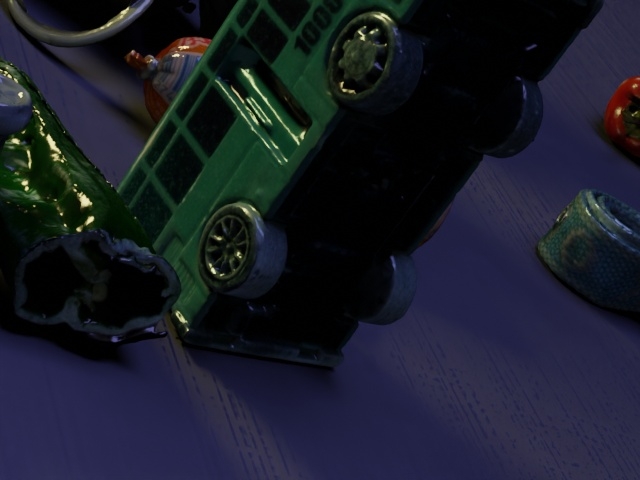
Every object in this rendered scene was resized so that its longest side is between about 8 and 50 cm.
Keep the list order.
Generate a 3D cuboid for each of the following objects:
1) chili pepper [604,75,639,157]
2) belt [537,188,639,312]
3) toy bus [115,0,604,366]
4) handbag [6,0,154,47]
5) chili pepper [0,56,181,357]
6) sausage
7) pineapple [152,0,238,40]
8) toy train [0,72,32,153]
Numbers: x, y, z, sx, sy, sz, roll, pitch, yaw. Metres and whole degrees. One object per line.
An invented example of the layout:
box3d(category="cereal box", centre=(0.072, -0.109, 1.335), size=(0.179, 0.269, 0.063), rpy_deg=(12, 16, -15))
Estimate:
box3d(category="chili pepper", centre=(0.341, -0.129, 1.648), size=(0.086, 0.084, 0.192), rpy_deg=(9, 11, 21))
box3d(category="belt", centre=(0.311, 0.057, 1.258), size=(0.302, 0.072, 0.087), rpy_deg=(29, 20, -15))
box3d(category="toy bus", centre=(0.011, -0.070, 0.822), size=(0.128, 0.256, 0.147), rpy_deg=(14, 29, -45))
box3d(category="handbag", centre=(-0.123, -0.261, 1.036), size=(0.241, 0.109, 0.315), rpy_deg=(15, 54, 11))
box3d(category="chili pepper", centre=(-0.142, -0.036, 0.799), size=(0.088, 0.059, 0.227), rpy_deg=(26, 20, -38))
box3d(category="sausage", centre=(-0.022, -0.068, 1.007), size=(0.234, 0.071, 0.071), rpy_deg=(25, 25, -28))
box3d(category="pineapple", centre=(-0.100, -0.231, 1.152), size=(0.128, 0.128, 0.248), rpy_deg=(17, 33, -40))
box3d(category="toy train", centre=(-0.202, -0.035, 0.666), size=(0.127, 0.089, 0.219), rpy_deg=(24, 24, -4))
